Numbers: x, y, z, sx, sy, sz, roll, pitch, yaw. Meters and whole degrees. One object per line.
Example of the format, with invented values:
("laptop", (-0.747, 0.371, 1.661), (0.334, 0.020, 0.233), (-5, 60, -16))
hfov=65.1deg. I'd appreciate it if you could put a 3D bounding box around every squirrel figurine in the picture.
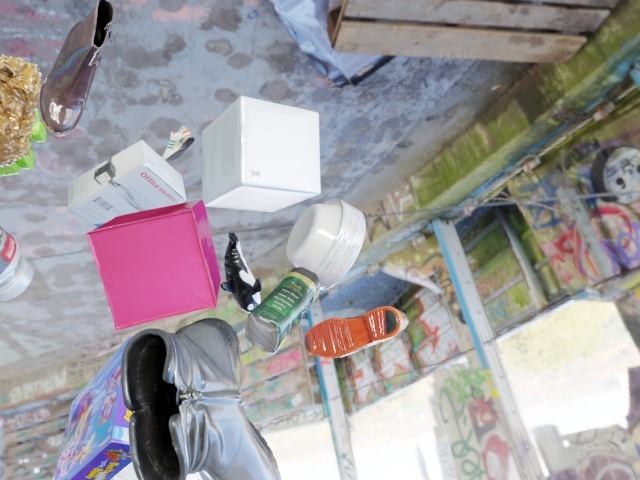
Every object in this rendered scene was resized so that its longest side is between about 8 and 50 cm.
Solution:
("squirrel figurine", (-0.906, -0.361, 1.305), (0.398, 0.370, 0.281), (1, 142, -1))

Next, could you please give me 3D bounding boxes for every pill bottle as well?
("pill bottle", (-0.873, 0.019, 1.243), (0.177, 0.176, 0.318), (-14, 143, 2))

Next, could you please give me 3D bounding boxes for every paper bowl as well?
("paper bowl", (0.000, 0.000, 1.564), (0.148, 0.284, 0.284), (27, 140, -22))

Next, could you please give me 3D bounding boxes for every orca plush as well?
("orca plush", (-0.274, 0.125, 1.630), (0.102, 0.151, 0.287), (-34, 134, -41))

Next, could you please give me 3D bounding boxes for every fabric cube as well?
("fabric cube", (-0.410, 0.051, 1.303), (0.254, 0.258, 0.258), (-12, -168, -7))

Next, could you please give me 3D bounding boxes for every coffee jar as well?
("coffee jar", (-0.070, 0.134, 1.007), (0.079, 0.184, 0.096), (26, 129, 14))

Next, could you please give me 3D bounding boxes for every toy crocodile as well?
("toy crocodile", (-0.933, -0.309, 1.537), (0.115, 0.340, 0.105), (-2, 137, -8))

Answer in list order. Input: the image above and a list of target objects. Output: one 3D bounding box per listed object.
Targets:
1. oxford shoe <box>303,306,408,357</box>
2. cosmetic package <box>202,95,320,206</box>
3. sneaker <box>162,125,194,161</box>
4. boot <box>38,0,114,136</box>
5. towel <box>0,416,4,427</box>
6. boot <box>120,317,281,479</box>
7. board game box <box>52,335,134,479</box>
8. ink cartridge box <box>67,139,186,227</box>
("oxford shoe", (0.088, 0.231, 1.231), (0.272, 0.096, 0.098), (-17, 162, 25))
("cosmetic package", (-0.240, -0.310, 1.947), (0.328, 0.329, 0.394), (4, 171, -33))
("sneaker", (-0.540, -0.361, 1.869), (0.161, 0.075, 0.057), (-35, 170, 27))
("boot", (-0.502, -0.354, 1.033), (0.090, 0.248, 0.207), (18, 160, -36))
("towel", (-0.719, 0.294, 0.774), (0.237, 0.037, 0.329), (-31, 139, 2))
("boot", (-0.149, 0.266, 0.616), (0.118, 0.337, 0.223), (-20, 176, 6))
("board game box", (-0.475, 0.401, 1.109), (0.078, 0.233, 0.347), (25, 128, -31))
("ink cartridge box", (-0.650, -0.167, 1.699), (0.308, 0.129, 0.223), (-27, 145, 10))
